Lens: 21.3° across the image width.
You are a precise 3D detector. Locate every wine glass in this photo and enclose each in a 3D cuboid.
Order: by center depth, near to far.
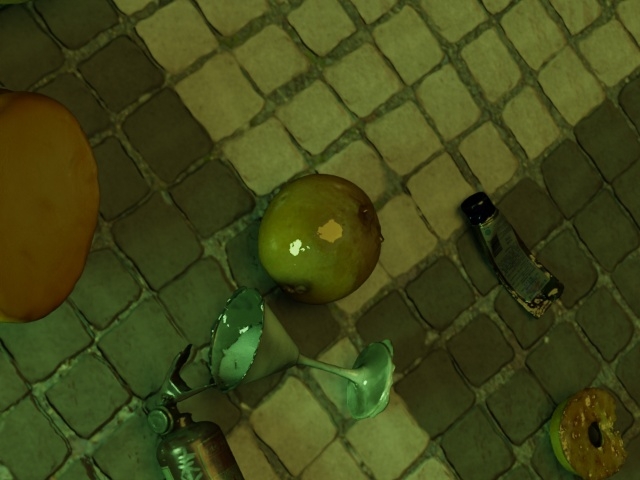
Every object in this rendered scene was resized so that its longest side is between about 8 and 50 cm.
[{"bbox_3d":[-0.016,0.128,1.812,0.183,0.122,0.122,19,70,-25],"label":"wine glass"}]

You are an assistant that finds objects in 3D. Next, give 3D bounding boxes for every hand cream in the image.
[{"bbox_3d":[0.224,0.014,2.014,0.062,0.039,0.163,-45,107,-30],"label":"hand cream"}]

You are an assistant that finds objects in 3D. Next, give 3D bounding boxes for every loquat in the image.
[{"bbox_3d":[0.000,0.000,1.840,0.141,0.141,0.141,7,75,-27],"label":"loquat"}]

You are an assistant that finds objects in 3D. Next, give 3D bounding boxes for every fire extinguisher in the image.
[{"bbox_3d":[-0.107,0.231,1.748,0.106,0.075,0.252,-24,90,9],"label":"fire extinguisher"}]

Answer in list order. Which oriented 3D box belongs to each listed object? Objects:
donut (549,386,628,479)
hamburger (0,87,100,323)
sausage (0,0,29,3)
[{"bbox_3d":[0.310,0.229,2.001,0.097,0.043,0.108,-4,81,-29],"label":"donut"},{"bbox_3d":[-0.333,-0.036,1.637,0.246,0.170,0.246,-21,113,-62],"label":"hamburger"},{"bbox_3d":[-0.390,-0.298,1.703,0.354,0.134,0.116,8,94,-25],"label":"sausage"}]
